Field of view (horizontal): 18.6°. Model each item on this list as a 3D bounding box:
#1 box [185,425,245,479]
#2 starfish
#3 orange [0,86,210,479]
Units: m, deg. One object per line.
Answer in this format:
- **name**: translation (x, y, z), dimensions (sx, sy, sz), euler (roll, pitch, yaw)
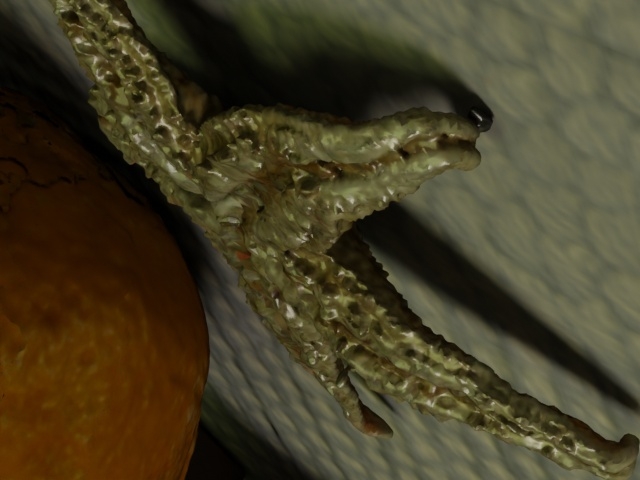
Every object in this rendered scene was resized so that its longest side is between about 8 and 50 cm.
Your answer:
- **box**: translation (-0.166, 0.090, 1.074), dimensions (0.215, 0.086, 0.215), euler (47, 162, -7)
- **starfish**: translation (-0.003, 0.004, 0.626), dimensions (0.231, 0.048, 0.295), euler (27, 155, 41)
- **orange**: translation (-0.171, 0.054, 0.783), dimensions (0.246, 0.246, 0.246), euler (38, 160, 17)
